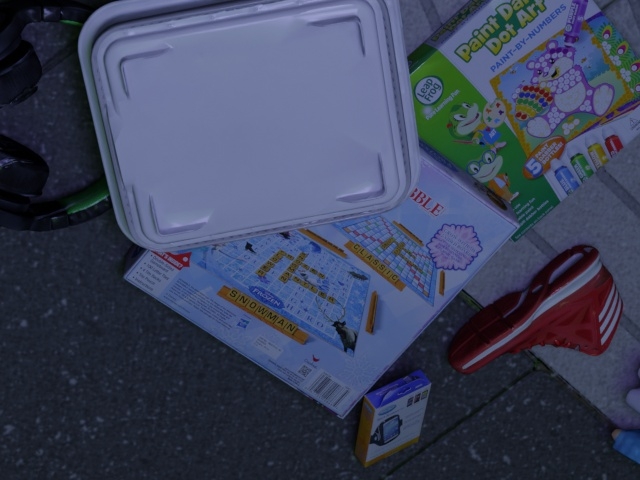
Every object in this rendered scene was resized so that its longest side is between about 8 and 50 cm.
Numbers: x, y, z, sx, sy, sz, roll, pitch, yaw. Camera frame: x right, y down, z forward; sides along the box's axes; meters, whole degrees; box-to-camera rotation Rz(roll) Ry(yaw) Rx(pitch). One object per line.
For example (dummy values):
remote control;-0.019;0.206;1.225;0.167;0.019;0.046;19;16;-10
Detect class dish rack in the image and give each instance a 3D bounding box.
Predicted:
dish rack;-0.067;-0.124;1.616;0.333;0.072;0.285;-10;116;-1

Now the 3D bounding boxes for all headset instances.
headset;-0.346;-0.114;1.607;0.394;0.185;0.243;-8;112;-21

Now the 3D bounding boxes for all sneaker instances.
sneaker;0.270;0.117;1.881;0.221;0.087;0.128;-36;112;4

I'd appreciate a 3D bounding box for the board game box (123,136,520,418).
board game box;0.000;0.000;1.761;0.319;0.066;0.318;35;109;-20

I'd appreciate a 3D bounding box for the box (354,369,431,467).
box;0.086;0.207;1.864;0.081;0.028;0.136;-22;142;-25

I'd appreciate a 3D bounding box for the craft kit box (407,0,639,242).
craft kit box;0.233;-0.165;1.782;0.250;0.061;0.246;-42;110;6

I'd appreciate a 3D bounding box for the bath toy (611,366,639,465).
bath toy;0.487;0.134;1.911;0.151;0.129;0.348;-2;117;-48
